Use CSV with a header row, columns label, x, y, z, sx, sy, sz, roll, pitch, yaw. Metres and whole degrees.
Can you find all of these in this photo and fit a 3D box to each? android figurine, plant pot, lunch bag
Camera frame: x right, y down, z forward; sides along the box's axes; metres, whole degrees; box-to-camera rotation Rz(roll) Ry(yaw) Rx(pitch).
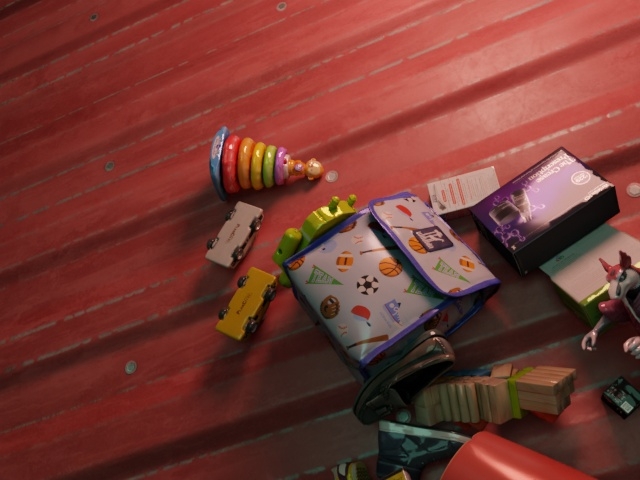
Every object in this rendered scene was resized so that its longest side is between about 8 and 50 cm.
label,x,y,z,sx,sy,sz,roll,pitch,yaw
android figurine,0.000,0.000,1.537,0.056,0.248,0.272,49,127,26
plant pot,0.366,0.506,1.204,0.243,0.275,0.274,29,79,38
lunch bag,0.163,0.091,1.464,0.386,0.238,0.327,-32,61,-11

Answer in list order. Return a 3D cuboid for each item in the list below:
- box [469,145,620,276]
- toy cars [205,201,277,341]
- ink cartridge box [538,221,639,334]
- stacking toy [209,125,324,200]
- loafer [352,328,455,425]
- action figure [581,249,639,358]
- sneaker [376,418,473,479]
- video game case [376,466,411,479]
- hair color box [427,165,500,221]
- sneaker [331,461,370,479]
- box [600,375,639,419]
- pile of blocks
label,x,y,z,sx,sy,sz,roll,pitch,yaw
box,0.504,-0.068,1.455,0.261,0.103,0.184,-35,46,2
toy cars,-0.200,0.083,1.675,0.177,0.087,0.393,-17,60,6
ink cartridge box,0.596,0.060,1.407,0.189,0.097,0.255,-35,27,3
stacking toy,-0.141,-0.202,1.754,0.302,0.165,0.175,5,65,5
loafer,0.170,0.299,1.328,0.267,0.096,0.084,-49,36,16
action figure,0.647,0.162,1.172,0.276,0.248,0.370,-32,99,0
sneaker,0.228,0.476,1.355,0.227,0.086,0.163,4,74,16
video game case,0.089,0.611,1.236,0.275,0.035,0.248,-32,40,10
hair color box,0.356,-0.112,1.579,0.167,0.053,0.093,-14,65,12
sneaker,0.069,0.576,1.383,0.084,0.070,0.185,-21,63,32
box,0.607,0.317,1.289,0.052,0.083,0.062,-43,62,-1
pile of blocks,0.357,0.340,1.363,0.363,0.149,0.112,-7,95,24
